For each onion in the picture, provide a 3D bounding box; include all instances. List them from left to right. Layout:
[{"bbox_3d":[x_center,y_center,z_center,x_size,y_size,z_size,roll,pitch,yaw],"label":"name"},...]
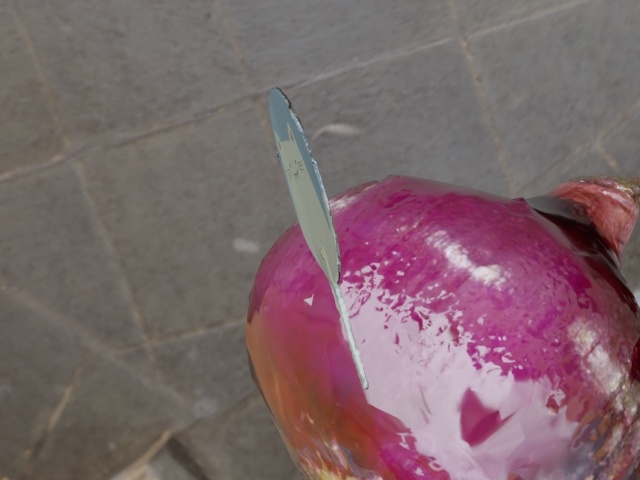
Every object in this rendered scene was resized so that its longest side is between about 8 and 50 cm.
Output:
[{"bbox_3d":[0.136,0.071,1.060,0.348,0.385,0.347,33,154,19],"label":"onion"}]

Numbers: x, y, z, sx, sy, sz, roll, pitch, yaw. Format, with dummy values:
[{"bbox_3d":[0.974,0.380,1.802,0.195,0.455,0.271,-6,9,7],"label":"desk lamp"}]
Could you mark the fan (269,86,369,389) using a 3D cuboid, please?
[{"bbox_3d":[0.000,0.000,0.742,0.005,0.113,0.175,-17,95,-9],"label":"fan"}]
